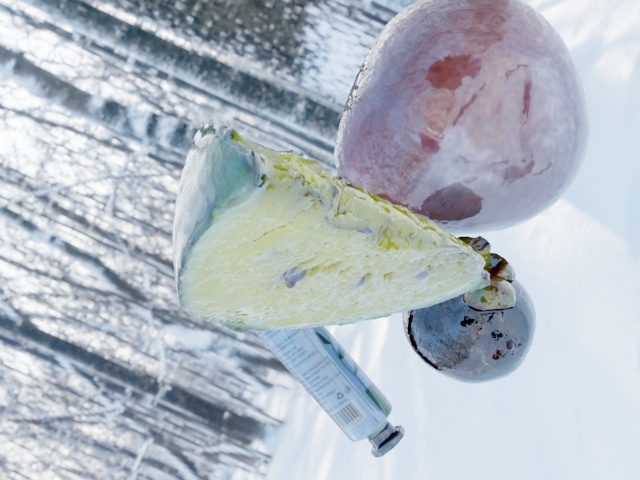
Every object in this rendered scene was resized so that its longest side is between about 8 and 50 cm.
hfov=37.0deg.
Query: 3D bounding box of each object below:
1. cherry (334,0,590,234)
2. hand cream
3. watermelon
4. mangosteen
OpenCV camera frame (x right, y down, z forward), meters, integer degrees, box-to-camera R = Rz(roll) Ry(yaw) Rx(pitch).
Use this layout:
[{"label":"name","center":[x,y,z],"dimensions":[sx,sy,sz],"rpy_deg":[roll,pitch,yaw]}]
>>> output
[{"label":"cherry","center":[0.147,-0.130,1.004],"dimensions":[0.308,0.261,0.221],"rpy_deg":[-25,6,-28]},{"label":"hand cream","center":[-0.013,0.117,1.017],"dimensions":[0.058,0.271,0.091],"rpy_deg":[-43,2,-43]},{"label":"watermelon","center":[0.000,0.000,0.572],"dimensions":[0.301,0.129,0.123],"rpy_deg":[17,-101,-56]},{"label":"mangosteen","center":[0.146,0.062,0.928],"dimensions":[0.137,0.137,0.151],"rpy_deg":[-68,-16,-57]}]
